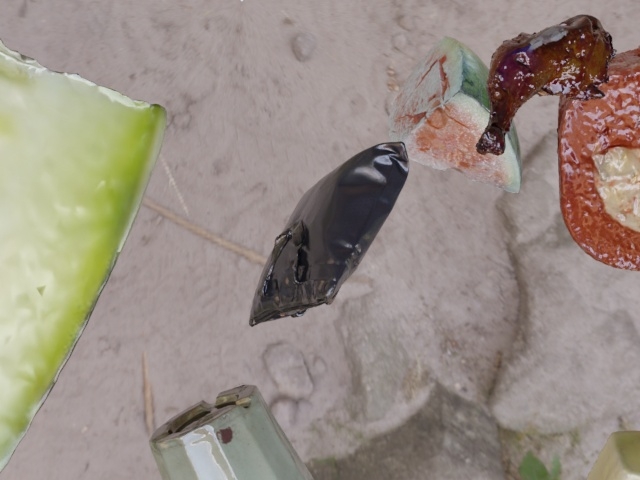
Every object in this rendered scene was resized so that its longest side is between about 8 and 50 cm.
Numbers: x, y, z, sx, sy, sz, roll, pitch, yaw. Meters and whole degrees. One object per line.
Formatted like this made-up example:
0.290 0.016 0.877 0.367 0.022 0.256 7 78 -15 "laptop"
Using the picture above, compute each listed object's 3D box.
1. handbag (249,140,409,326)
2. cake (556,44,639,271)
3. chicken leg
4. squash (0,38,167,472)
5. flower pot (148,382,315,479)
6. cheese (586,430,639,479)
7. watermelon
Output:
0.000 0.000 1.097 0.088 0.254 0.211 32 69 -15 "handbag"
0.390 -0.106 1.169 0.177 0.151 0.283 3 115 14 "cake"
0.188 -0.142 0.790 0.205 0.053 0.093 -30 75 -24 "chicken leg"
-0.177 0.040 0.266 0.236 0.155 0.204 15 117 -25 "squash"
-0.132 0.381 1.430 0.290 0.290 0.259 -25 96 2 "flower pot"
0.588 0.455 1.584 0.242 0.124 0.266 7 132 -1 "cheese"
0.222 -0.190 1.538 0.201 0.213 0.262 -25 128 20 "watermelon"
